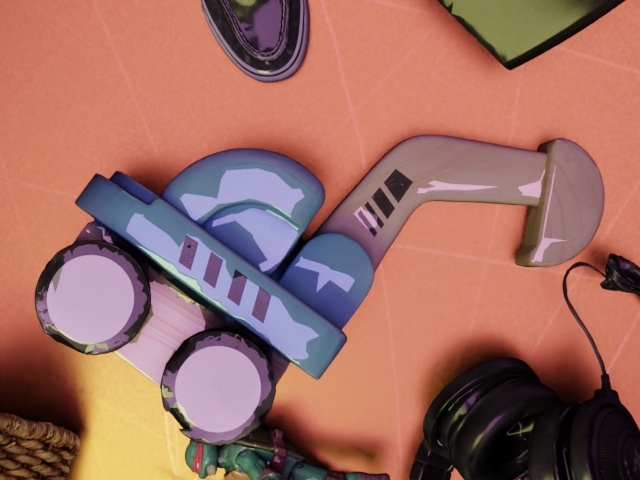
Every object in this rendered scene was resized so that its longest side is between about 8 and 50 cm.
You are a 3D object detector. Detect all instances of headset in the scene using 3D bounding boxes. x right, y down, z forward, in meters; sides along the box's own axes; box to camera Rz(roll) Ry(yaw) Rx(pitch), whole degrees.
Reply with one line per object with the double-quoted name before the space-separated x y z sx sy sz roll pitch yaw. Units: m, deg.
"headset" 0.236 0.204 1.531 0.243 0.185 0.394 20 87 43

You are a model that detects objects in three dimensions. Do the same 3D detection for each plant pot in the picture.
"plant pot" 0.200 -0.271 1.495 0.188 0.187 0.167 44 108 -2

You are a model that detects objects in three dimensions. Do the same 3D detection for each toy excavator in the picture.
"toy excavator" 0.000 0.000 1.521 0.433 0.222 0.445 35 87 -3

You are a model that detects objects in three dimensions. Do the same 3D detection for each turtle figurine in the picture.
"turtle figurine" -0.055 0.247 1.561 0.234 0.175 0.118 11 88 -10

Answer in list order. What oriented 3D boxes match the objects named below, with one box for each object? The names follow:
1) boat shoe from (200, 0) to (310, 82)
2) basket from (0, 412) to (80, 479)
"boat shoe" -0.082 -0.303 1.531 0.108 0.102 0.301 -11 95 3
"basket" -0.401 0.253 1.498 0.213 0.299 0.223 12 82 19
